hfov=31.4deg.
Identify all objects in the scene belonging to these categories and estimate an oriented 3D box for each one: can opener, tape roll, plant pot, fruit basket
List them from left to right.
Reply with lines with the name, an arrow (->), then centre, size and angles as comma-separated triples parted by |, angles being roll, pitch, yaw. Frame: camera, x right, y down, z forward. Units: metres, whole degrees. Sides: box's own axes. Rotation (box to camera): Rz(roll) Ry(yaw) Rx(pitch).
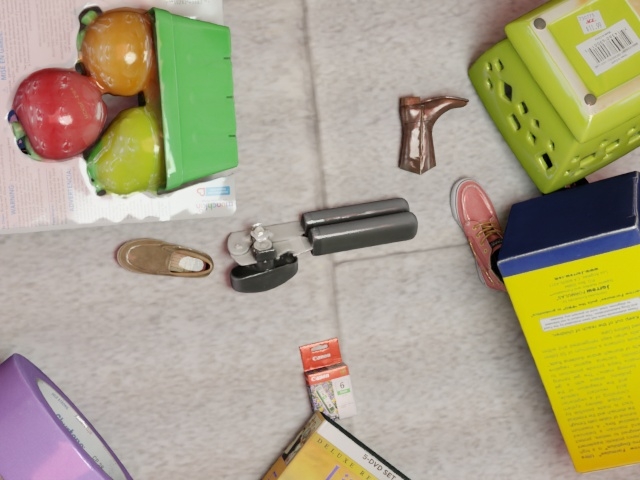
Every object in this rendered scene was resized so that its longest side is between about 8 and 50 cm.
tape roll -> -0.337, 0.276, 1.460 | 0.090, 0.275, 0.275 | -40, 101, -7
fruit basket -> -0.291, -0.179, 1.496 | 0.353, 0.165, 0.327 | -5, 95, -13
can opener -> 0.000, 0.000, 1.636 | 0.280, 0.074, 0.093 | -14, 131, -10
plant pot -> 0.371, -0.232, 1.597 | 0.228, 0.207, 0.227 | -28, 78, -11

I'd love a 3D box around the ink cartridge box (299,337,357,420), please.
ink cartridge box -> 0.011, 0.205, 1.662 | 0.063, 0.029, 0.115 | -13, 98, -11

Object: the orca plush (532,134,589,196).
orca plush -> 0.408, -0.037, 1.702 | 0.151, 0.102, 0.287 | -9, 96, -12

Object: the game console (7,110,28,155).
game console -> -0.462, -0.190, 1.453 | 0.250, 0.173, 0.293 | -9, 96, -12

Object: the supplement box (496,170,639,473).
supplement box -> 0.405, 0.116, 1.602 | 0.195, 0.194, 0.357 | -15, 111, 22

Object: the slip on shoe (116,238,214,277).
slip on shoe -> -0.215, 0.028, 1.592 | 0.135, 0.041, 0.051 | 13, 91, -14

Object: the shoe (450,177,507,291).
shoe -> 0.249, -0.008, 1.677 | 0.063, 0.081, 0.178 | -21, 98, -11

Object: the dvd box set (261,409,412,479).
dvd box set -> -0.013, 0.500, 1.646 | 0.307, 0.062, 0.420 | 40, 89, -13

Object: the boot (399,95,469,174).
boot -> 0.167, -0.154, 1.671 | 0.106, 0.037, 0.114 | -2, 91, 0
